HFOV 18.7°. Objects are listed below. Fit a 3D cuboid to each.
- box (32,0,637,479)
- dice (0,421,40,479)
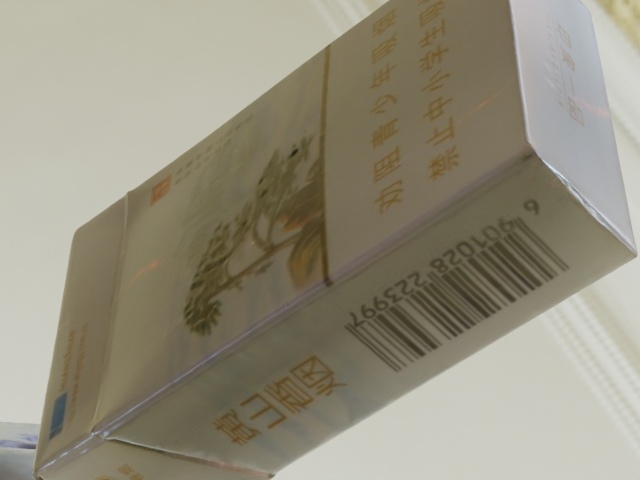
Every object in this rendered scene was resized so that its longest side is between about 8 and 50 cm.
[{"bbox_3d":[-0.001,0.001,0.727,0.233,0.067,0.149,-34,-151,25],"label":"box"},{"bbox_3d":[-0.147,0.196,1.008,0.193,0.192,0.194,5,-92,-34],"label":"dice"}]
